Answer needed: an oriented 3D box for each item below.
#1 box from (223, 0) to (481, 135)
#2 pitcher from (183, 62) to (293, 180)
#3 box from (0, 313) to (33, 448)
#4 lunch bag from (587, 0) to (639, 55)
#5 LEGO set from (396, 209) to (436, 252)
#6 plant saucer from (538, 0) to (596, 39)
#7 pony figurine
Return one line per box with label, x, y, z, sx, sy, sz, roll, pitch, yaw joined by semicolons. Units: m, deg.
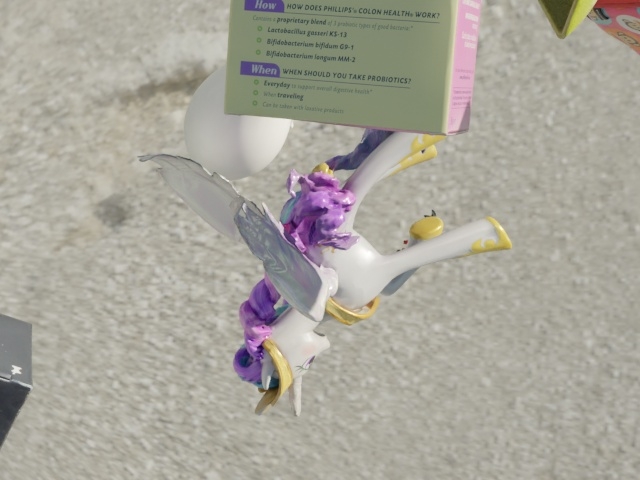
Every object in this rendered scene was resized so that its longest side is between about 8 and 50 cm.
box;0.035;-0.228;1.186;0.213;0.117;0.243;6;99;16
pitcher;-0.065;-0.166;1.564;0.177;0.207;0.125;2;53;-28
box;-0.323;0.124;0.985;0.156;0.093;0.158;22;113;-22
lunch bag;0.519;-0.295;1.687;0.293;0.258;0.120;22;87;-29
LEGO set;0.141;-0.005;1.799;0.023;0.083;0.054;32;31;-17
plant saucer;0.249;-0.329;1.267;0.045;0.188;0.188;-6;52;-15
pony figurine;0.000;0.000;1.465;0.363;0.303;0.351;-38;124;-6
